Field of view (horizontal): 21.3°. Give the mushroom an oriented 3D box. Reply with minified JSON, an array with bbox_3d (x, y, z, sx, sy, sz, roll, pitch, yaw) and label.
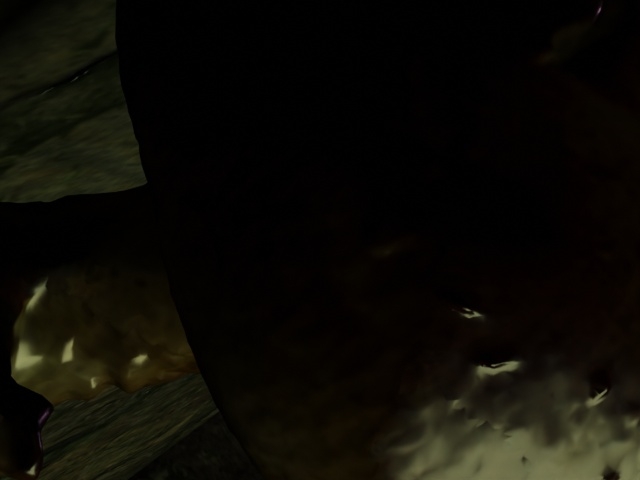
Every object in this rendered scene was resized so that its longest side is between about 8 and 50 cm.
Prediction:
[{"bbox_3d":[0.014,0.011,0.715,0.356,0.331,0.334,-50,145,18],"label":"mushroom"}]
